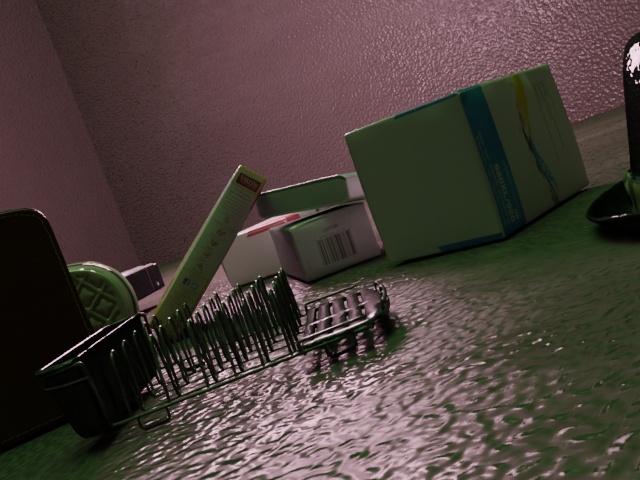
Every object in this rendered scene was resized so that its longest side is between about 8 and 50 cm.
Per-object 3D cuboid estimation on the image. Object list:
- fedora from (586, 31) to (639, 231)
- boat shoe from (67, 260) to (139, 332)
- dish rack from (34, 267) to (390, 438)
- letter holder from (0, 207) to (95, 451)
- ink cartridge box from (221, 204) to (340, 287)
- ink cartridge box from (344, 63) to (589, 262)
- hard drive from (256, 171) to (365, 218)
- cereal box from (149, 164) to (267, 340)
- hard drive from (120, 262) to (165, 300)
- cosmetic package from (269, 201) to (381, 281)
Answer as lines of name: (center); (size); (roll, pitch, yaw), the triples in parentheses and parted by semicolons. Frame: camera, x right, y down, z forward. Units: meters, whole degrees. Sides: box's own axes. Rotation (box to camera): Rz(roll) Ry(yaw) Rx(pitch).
fedora: (0.352, -0.125, 0.667); (0.334, 0.152, 0.334); (-20, 5, 2)
boat shoe: (-0.467, 0.144, 1.033); (0.501, 0.186, 0.156); (-16, -1, -1)
dish rack: (-0.076, 0.077, 0.685); (0.272, 0.074, 0.208); (-20, 5, 2)
letter holder: (-0.385, 0.110, 0.769); (0.302, 0.214, 0.152); (-23, 5, -25)
ink cartridge box: (-0.064, -0.001, 1.461); (0.159, 0.092, 0.218); (-18, 7, 28)
ink cartridge box: (0.184, -0.097, 0.981); (0.171, 0.168, 0.233); (-16, 7, 44)
hard drive: (0.084, -0.084, 1.218); (0.308, 0.040, 0.203); (-12, 2, -41)
cereal box: (-0.153, 0.013, 1.103); (0.240, 0.047, 0.173); (-60, 7, -2)
hard drive: (-0.466, 0.130, 1.546); (0.237, 0.064, 0.339); (-20, 5, 12)
cosmetic package: (0.000, 0.000, 1.207); (0.117, 0.085, 0.231); (-20, 6, -11)
